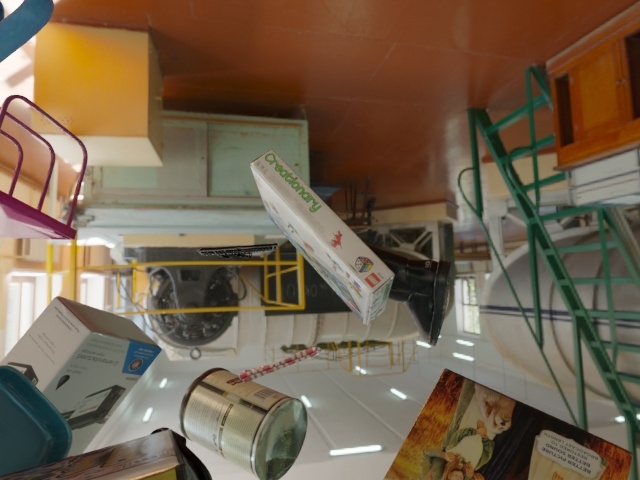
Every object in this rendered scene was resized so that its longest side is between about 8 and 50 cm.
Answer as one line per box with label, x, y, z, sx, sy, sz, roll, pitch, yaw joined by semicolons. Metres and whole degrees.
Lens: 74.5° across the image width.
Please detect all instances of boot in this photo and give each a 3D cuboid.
boot;0.177;0.119;0.946;0.207;0.246;0.094;12;-136;22

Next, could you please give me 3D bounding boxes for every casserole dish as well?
casserole dish;-0.388;0.242;0.518;0.037;0.188;0.114;-11;-150;15

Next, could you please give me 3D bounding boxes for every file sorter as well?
file sorter;-0.583;-0.121;0.699;0.290;0.182;0.202;2;162;7

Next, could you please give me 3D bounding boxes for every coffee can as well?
coffee can;-0.202;0.471;1.099;0.275;0.201;0.201;8;180;34

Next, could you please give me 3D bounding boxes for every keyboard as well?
keyboard;-0.203;0.033;1.058;0.192;0.038;0.100;-3;176;-8

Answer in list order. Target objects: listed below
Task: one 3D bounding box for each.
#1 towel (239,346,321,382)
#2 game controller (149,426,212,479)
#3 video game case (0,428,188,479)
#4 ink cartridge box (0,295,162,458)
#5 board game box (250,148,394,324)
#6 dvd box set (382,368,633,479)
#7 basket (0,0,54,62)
towel;-0.096;0.294;1.013;0.197;0.029;0.144;-18;166;-12
game controller;-0.276;0.486;0.704;0.067;0.319;0.166;14;-171;-46
video game case;-0.248;0.222;0.356;0.248;0.035;0.275;-8;166;-23
ink cartridge box;-0.508;0.292;0.830;0.129;0.307;0.223;31;169;24
board game box;0.000;0.000;0.742;0.053;0.305;0.193;-38;159;-13
dvd box set;0.235;0.429;0.625;0.307;0.420;0.062;19;142;36
basket;-0.413;-0.204;0.377;0.289;0.255;0.201;40;169;18
